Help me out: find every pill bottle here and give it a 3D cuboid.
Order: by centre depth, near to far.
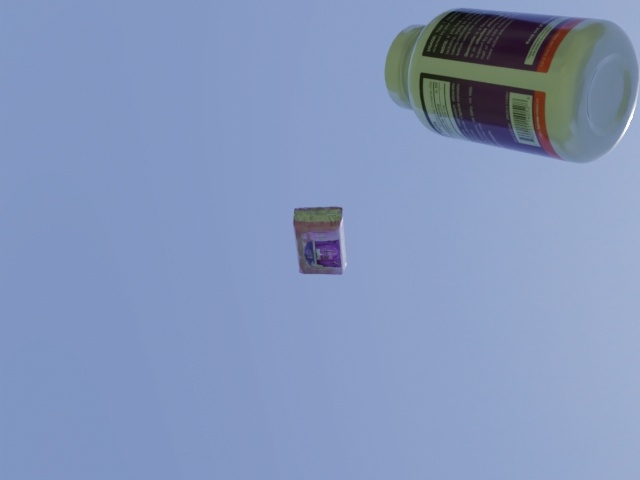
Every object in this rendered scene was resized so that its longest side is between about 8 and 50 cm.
[{"bbox_3d":[0.245,-0.216,1.324,0.323,0.181,0.181,19,-83,44],"label":"pill bottle"}]

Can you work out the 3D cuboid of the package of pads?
[{"bbox_3d":[0.000,0.000,1.009,0.050,0.083,0.032,1,-129,6],"label":"package of pads"}]
